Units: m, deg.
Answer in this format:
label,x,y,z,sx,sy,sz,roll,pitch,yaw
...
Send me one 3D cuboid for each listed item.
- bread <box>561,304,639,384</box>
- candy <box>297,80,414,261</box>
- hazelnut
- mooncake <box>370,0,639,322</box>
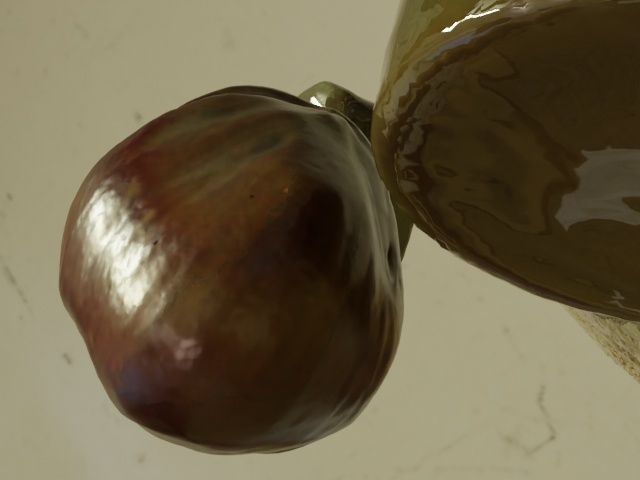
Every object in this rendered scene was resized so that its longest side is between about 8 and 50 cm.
label,x,y,z,sx,sy,sz,roll,pitch,yaw
bread,0.219,0.079,0.839,0.039,0.182,0.251,-43,20,1
candy,0.000,0.000,1.033,0.104,0.102,0.234,18,-91,-39
hazelnut,-0.042,0.018,0.787,0.217,0.217,0.251,-38,14,13
mooncake,0.169,-0.081,0.603,0.284,0.156,0.284,7,-28,4
